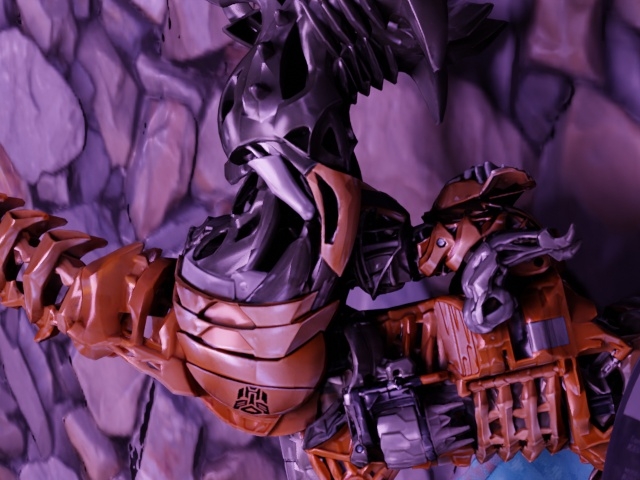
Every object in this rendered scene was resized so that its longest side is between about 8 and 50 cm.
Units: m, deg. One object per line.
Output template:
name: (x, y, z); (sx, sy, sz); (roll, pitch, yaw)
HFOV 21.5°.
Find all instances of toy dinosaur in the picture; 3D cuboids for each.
toy dinosaur: (0.000, 0.000, 0.618); (0.164, 0.321, 0.218); (-179, 100, -72)

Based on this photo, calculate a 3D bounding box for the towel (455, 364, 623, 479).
towel: (0.093, 0.259, 0.735); (0.271, 0.040, 0.370); (57, 137, 25)

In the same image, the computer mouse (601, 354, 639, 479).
computer mouse: (0.190, 0.011, 0.517); (0.184, 0.060, 0.262); (13, 88, 52)
